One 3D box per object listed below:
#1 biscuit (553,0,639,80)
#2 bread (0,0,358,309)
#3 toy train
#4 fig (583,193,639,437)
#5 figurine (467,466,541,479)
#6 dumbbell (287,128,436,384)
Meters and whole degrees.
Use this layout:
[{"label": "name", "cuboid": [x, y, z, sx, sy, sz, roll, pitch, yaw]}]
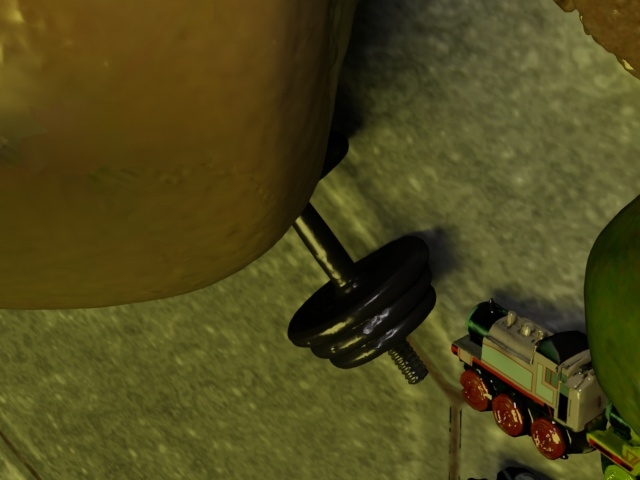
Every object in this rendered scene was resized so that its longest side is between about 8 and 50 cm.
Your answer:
[{"label": "biscuit", "cuboid": [0.188, -0.132, 0.719, 0.226, 0.042, 0.226, 17, 142, 13]}, {"label": "bread", "cuboid": [-0.176, -0.121, 0.854, 0.376, 0.253, 0.348, 9, 135, 5]}, {"label": "toy train", "cuboid": [0.164, 0.104, 0.981, 0.249, 0.053, 0.085, 32, 136, 46]}, {"label": "fig", "cuboid": [0.205, 0.054, 0.824, 0.167, 0.167, 0.233, 27, 148, 25]}, {"label": "figurine", "cuboid": [0.120, 0.240, 1.178, 0.108, 0.114, 0.196, 47, 143, 42]}, {"label": "dumbbell", "cuboid": [0.000, 0.000, 1.042, 0.208, 0.099, 0.099, 54, 145, -11]}]
